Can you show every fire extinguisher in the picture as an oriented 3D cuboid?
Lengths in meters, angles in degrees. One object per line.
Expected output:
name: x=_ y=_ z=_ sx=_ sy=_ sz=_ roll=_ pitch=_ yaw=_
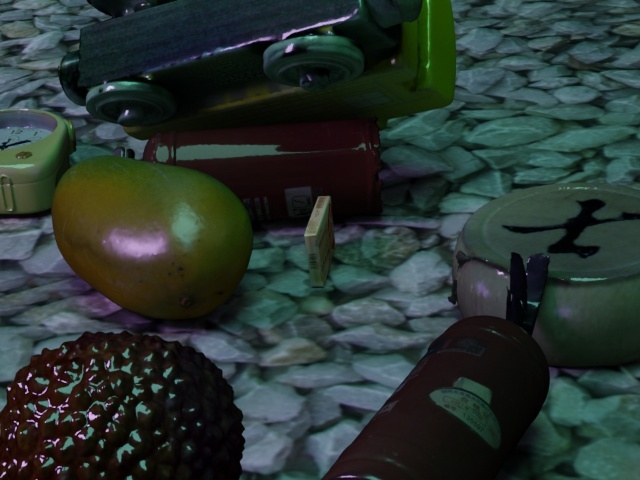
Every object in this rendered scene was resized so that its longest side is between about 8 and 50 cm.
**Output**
fire extinguisher: x=0.110 y=0.117 z=1.170 sx=0.102 sy=0.138 sz=0.344 roll=12 pitch=31 yaw=24
fire extinguisher: x=-0.100 y=-0.053 z=1.608 sx=0.336 sy=0.106 sz=0.147 roll=-5 pitch=50 yaw=1

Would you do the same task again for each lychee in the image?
lychee: x=-0.144 y=0.161 z=1.088 sx=0.188 sy=0.188 sz=0.188 roll=-3 pitch=26 yaw=2

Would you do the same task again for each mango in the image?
mango: x=-0.175 y=-0.012 z=1.477 sx=0.251 sy=0.114 sz=0.156 roll=26 pitch=72 yaw=31

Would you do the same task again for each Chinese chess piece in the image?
Chinese chess piece: x=0.233 y=0.028 z=1.387 sx=0.237 sy=0.092 sz=0.238 roll=-4 pitch=27 yaw=2

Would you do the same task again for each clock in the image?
clock: x=-0.366 y=-0.102 z=1.771 sx=0.170 sy=0.069 sz=0.232 roll=0 pitch=25 yaw=10

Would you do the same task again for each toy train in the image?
toy train: x=-0.062 y=-0.202 z=1.653 sx=0.442 sy=0.179 sz=0.272 roll=-9 pitch=-19 yaw=29

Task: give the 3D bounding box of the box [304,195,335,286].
box: x=0.000 y=0.000 z=1.516 sx=0.015 sy=0.058 sz=0.093 roll=-3 pitch=26 yaw=11
